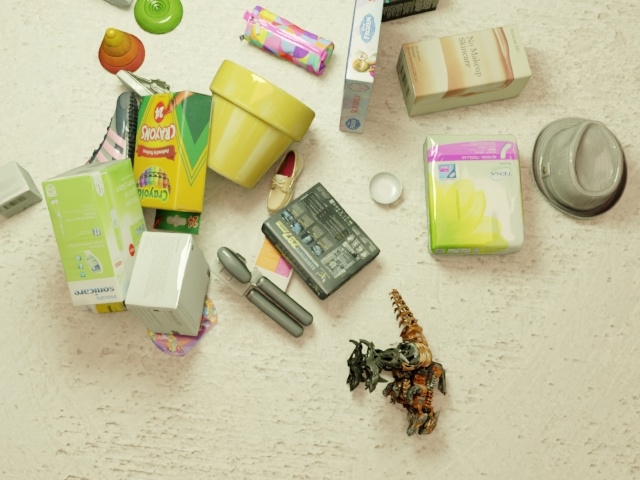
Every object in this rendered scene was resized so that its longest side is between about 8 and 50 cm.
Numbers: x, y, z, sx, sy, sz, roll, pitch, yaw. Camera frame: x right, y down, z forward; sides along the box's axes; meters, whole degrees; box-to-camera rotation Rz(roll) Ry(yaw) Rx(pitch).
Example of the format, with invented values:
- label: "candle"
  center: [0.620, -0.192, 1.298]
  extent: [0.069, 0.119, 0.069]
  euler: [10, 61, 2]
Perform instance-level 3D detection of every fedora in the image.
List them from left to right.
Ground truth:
- label: "fedora"
  center: [0.652, -0.196, 1.829]
  extent: [0.244, 0.124, 0.275]
  euler: [9, 78, 0]

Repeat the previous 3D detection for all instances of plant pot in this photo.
- label: "plant pot"
  center: [-0.177, -0.263, 1.770]
  extent: [0.254, 0.254, 0.239]
  euler: [32, 94, 5]

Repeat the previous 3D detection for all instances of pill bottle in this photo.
- label: "pill bottle"
  center: [-0.504, 0.138, 1.752]
  extent: [0.117, 0.065, 0.065]
  euler: [-5, 78, -2]

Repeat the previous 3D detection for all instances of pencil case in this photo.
- label: "pencil case"
  center: [-0.084, -0.507, 1.888]
  extent: [0.236, 0.104, 0.104]
  euler: [26, 78, 3]

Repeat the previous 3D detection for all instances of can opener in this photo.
- label: "can opener"
  center: [-0.141, 0.123, 1.736]
  extent: [0.280, 0.093, 0.074]
  euler: [40, 95, -7]

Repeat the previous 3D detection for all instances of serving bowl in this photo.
- label: "serving bowl"
  center: [0.159, -0.128, 1.848]
  extent: [0.084, 0.027, 0.083]
  euler: [0, 78, -2]

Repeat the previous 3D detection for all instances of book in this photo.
- label: "book"
  center: [-0.109, 0.053, 1.800]
  extent: [0.096, 0.035, 0.144]
  euler: [22, 78, 0]

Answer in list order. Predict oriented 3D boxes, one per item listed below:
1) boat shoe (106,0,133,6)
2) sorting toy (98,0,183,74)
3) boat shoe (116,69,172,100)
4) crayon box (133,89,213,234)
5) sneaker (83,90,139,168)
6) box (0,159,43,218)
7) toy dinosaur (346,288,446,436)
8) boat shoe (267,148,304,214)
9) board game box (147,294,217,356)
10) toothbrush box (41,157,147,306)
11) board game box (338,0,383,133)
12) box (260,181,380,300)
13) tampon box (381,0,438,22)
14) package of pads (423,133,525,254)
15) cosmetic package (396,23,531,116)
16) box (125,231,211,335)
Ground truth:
- label: "boat shoe"
  center: [-0.593, -0.711, 1.914]
  extent: [0.302, 0.109, 0.094]
  euler: [34, 77, 8]
- label: "sorting toy"
  center: [-0.435, -0.589, 1.882]
  extent: [0.127, 0.126, 0.365]
  euler: [37, 80, 6]
- label: "boat shoe"
  center: [-0.406, -0.364, 1.862]
  extent: [0.219, 0.078, 0.070]
  euler: [36, 80, -2]
- label: "crayon box"
  center: [-0.349, -0.179, 1.727]
  extent: [0.081, 0.202, 0.318]
  euler: [4, 91, -44]
- label: "sneaker"
  center: [-0.512, -0.212, 1.804]
  extent: [0.131, 0.112, 0.318]
  euler: [1, 77, 4]
- label: "box"
  center: [-0.742, -0.121, 1.782]
  extent: [0.101, 0.102, 0.087]
  euler: [-30, 82, -7]
- label: "toy dinosaur"
  center: [0.182, 0.286, 1.723]
  extent: [0.219, 0.164, 0.321]
  euler: [-3, 59, -17]
- label: "boat shoe"
  center: [-0.094, -0.147, 1.822]
  extent: [0.063, 0.059, 0.170]
  euler: [13, 72, 23]
- label: "board game box"
  center: [-0.331, 0.187, 1.762]
  extent: [0.133, 0.033, 0.169]
  euler: [44, 80, 7]
- label: "toothbrush box"
  center: [-0.483, -0.022, 1.655]
  extent: [0.122, 0.206, 0.283]
  euler: [-6, 104, 11]
- label: "board game box"
  center: [0.099, -0.459, 1.771]
  extent: [0.066, 0.318, 0.318]
  euler: [8, 77, 0]
- label: "box"
  center: [0.000, 0.000, 1.780]
  extent: [0.183, 0.059, 0.232]
  euler: [-38, 80, -25]
- label: "tampon box"
  center: [0.216, -0.654, 1.926]
  extent: [0.161, 0.101, 0.120]
  euler: [-13, 79, -5]
- label: "package of pads"
  center: [0.374, -0.111, 1.815]
  extent: [0.229, 0.101, 0.296]
  euler: [0, 78, 0]
- label: "cosmetic package"
  center: [0.354, -0.425, 1.867]
  extent: [0.296, 0.129, 0.153]
  euler: [-12, 77, -5]
- label: "box"
  center: [-0.338, 0.100, 1.683]
  extent: [0.119, 0.181, 0.181]
  euler: [3, 64, 9]
